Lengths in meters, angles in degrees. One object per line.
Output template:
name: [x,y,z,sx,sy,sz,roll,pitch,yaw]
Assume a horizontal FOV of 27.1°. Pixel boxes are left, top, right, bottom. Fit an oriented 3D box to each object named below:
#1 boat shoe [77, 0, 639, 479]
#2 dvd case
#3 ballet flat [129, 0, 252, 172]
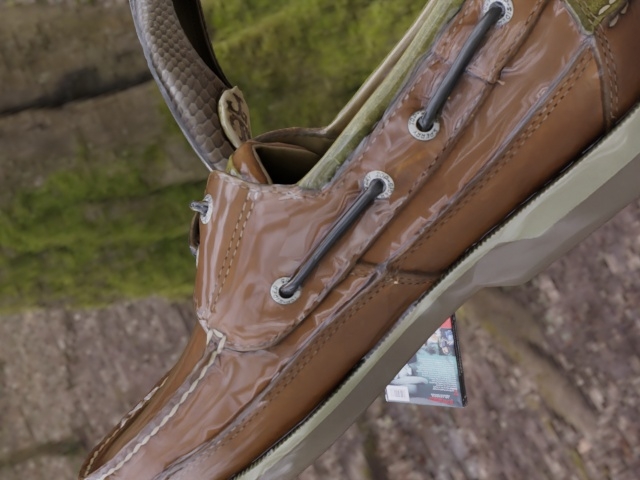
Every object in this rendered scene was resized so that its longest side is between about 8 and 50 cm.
boat shoe: [0.000,0.000,0.511,0.104,0.307,0.110,43,-164,-13]
dvd case: [0.094,0.101,1.272,0.087,0.013,0.119,0,106,34]
ballet flat: [-0.090,-0.150,0.859,0.084,0.058,0.249,55,-168,-68]
